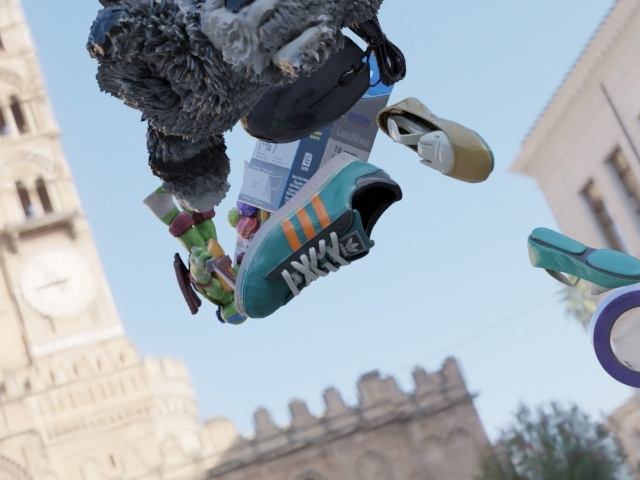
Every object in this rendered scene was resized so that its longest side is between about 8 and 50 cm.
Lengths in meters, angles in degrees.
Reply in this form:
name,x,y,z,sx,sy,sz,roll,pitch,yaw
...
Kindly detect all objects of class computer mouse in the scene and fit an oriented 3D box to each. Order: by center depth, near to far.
name,x,y,z,sx,sy,sz,roll,pitch,yaw
computer mouse,0.000,-0.240,1.990,0.272,0.072,0.188,-36,-55,-2

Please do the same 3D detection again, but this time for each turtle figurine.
name,x,y,z,sx,sy,sz,roll,pitch,yaw
turtle figurine,-0.157,-0.004,2.224,0.197,0.266,0.274,-33,-2,-27

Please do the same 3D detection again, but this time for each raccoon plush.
name,x,y,z,sx,sy,sz,roll,pitch,yaw
raccoon plush,-0.063,-0.186,1.529,0.299,0.216,0.446,17,-24,23

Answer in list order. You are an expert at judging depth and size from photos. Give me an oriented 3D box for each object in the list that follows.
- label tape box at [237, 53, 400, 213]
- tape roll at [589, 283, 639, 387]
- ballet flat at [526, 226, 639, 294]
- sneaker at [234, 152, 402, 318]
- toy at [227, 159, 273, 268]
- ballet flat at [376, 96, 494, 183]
name,x,y,z,sx,sy,sz,roll,pitch,yaw
label tape box,-0.006,-0.196,2.367,0.105,0.334,0.240,18,1,-34
tape roll,0.607,0.180,2.486,0.189,0.189,0.080,-25,2,9
ballet flat,0.487,0.050,2.400,0.083,0.247,0.087,-30,-50,-41
sneaker,0.000,0.000,1.890,0.302,0.121,0.108,-51,-39,-20
toy,-0.147,-0.027,2.580,0.056,0.137,0.237,-7,-69,-31
ballet flat,0.148,-0.130,1.774,0.073,0.232,0.080,-10,-64,-22
